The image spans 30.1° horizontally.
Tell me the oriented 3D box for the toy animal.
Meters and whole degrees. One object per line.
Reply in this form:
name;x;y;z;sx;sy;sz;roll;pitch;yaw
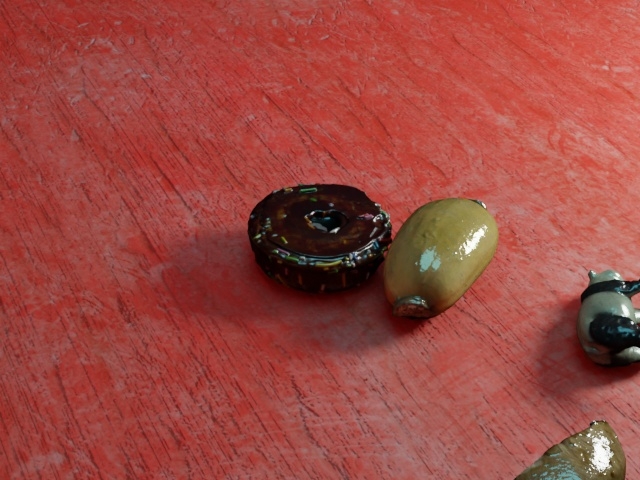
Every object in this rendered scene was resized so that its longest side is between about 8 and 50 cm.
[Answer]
toy animal;0.442;0.110;1.765;0.121;0.094;0.225;2;35;12

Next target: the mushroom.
mushroom;0.324;0.297;1.495;0.209;0.072;0.094;-19;50;-31

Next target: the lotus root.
lotus root;0.186;0.015;1.825;0.146;0.131;0.303;21;38;19

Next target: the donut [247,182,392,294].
donut;0.000;0.000;1.864;0.235;0.089;0.235;3;34;-2
